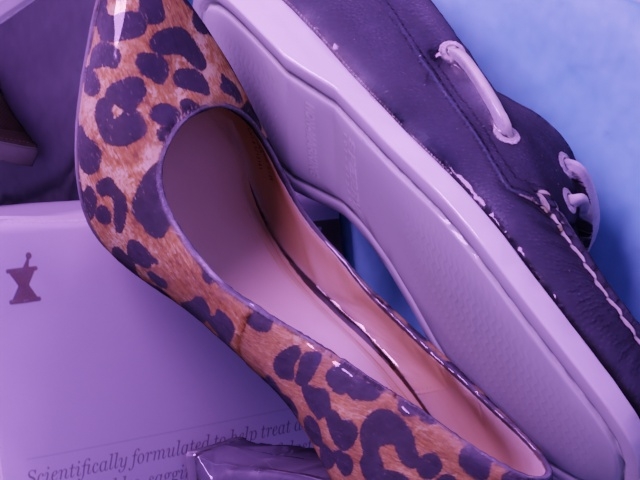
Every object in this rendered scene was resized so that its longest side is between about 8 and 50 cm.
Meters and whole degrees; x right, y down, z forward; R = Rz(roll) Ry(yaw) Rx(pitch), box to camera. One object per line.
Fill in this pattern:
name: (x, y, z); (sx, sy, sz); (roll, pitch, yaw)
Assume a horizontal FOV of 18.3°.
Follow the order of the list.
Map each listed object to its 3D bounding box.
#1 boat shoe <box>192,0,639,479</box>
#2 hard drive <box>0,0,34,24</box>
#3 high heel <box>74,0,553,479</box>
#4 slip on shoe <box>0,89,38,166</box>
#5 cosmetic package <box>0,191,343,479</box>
boat shoe: (0.061, -0.024, 0.819); (0.302, 0.091, 0.114); (52, 157, 26)
hard drive: (-0.223, -0.128, 1.004); (0.308, 0.040, 0.203); (-30, 32, 23)
high heel: (0.000, 0.000, 0.791); (0.186, 0.093, 0.261); (-3, 105, 44)
slip on shoe: (-0.202, -0.084, 1.134); (0.135, 0.051, 0.041); (37, 108, 46)
cosmetic package: (-0.184, 0.062, 1.008); (0.385, 0.217, 0.156); (-1, 94, 49)
